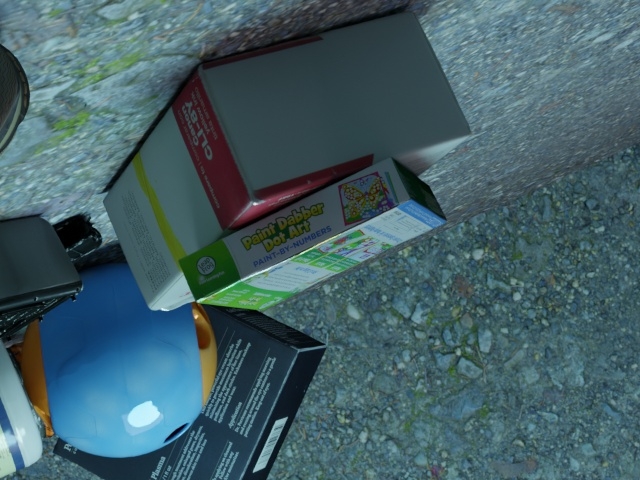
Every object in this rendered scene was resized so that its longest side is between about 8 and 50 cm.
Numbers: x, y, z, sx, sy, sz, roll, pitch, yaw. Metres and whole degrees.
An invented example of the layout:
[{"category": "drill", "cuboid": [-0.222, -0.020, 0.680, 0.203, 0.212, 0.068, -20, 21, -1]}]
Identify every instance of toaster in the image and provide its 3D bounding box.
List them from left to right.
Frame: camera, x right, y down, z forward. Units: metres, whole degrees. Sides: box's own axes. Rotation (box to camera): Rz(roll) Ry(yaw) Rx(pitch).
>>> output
[{"category": "toaster", "cuboid": [-0.404, 0.061, 1.612, 0.168, 0.110, 0.185, -31, 170, 34]}]

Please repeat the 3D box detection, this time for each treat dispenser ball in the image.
[{"category": "treat dispenser ball", "cuboid": [-0.296, 0.176, 2.036, 0.288, 0.288, 0.288, -24, 172, -4]}]

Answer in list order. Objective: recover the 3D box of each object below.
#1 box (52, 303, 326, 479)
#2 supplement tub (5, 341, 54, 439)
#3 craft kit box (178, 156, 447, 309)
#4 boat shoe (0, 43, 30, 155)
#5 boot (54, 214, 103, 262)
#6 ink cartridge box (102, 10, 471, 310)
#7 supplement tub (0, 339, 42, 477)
[{"category": "box", "cuboid": [-0.212, 0.258, 2.257, 0.343, 0.312, 0.179, -65, 166, 5]}, {"category": "supplement tub", "cuboid": [-0.600, 0.297, 2.206, 0.338, 0.207, 0.207, -22, 172, -21]}, {"category": "craft kit box", "cuboid": [0.000, 0.000, 1.487, 0.246, 0.061, 0.250, -28, 170, 9]}, {"category": "boat shoe", "cuboid": [-0.359, -0.025, 1.050, 0.355, 0.132, 0.130, -32, 177, 8]}, {"category": "boot", "cuboid": [-0.333, 0.013, 1.753, 0.121, 0.045, 0.099, -32, 174, -2]}, {"category": "ink cartridge box", "cuboid": [-0.055, -0.081, 1.562, 0.279, 0.160, 0.384, -20, 170, -29]}, {"category": "supplement tub", "cuboid": [-0.588, 0.270, 1.972, 0.324, 0.235, 0.235, -22, 172, -17]}]
